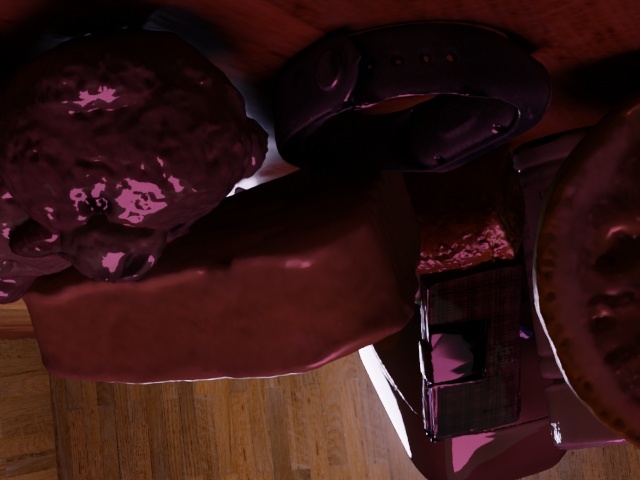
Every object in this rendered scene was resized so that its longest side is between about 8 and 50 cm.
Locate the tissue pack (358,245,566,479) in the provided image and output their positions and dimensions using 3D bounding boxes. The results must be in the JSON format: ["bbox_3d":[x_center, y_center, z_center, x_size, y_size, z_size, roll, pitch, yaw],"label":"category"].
[{"bbox_3d":[0.196,0.121,1.508,0.267,0.276,0.387,-7,-143,-14],"label":"tissue pack"}]

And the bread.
[{"bbox_3d":[0.124,-0.025,1.153,0.172,0.132,0.103,-11,128,25],"label":"bread"}]

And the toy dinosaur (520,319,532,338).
[{"bbox_3d":[0.147,-0.017,1.288,0.329,0.144,0.076,30,-170,-11],"label":"toy dinosaur"}]

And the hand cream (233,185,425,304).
[{"bbox_3d":[0.024,0.013,1.258,0.275,0.079,0.050,22,-152,0],"label":"hand cream"}]

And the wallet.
[{"bbox_3d":[0.175,0.126,1.255,0.124,0.230,0.042,-14,-146,-13],"label":"wallet"}]

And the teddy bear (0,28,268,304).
[{"bbox_3d":[-0.168,-0.042,0.696,0.267,0.151,0.236,-5,168,29],"label":"teddy bear"}]

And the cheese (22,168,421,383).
[{"bbox_3d":[-0.091,0.031,0.949,0.384,0.104,0.384,-16,-169,3],"label":"cheese"}]

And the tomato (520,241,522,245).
[{"bbox_3d":[0.247,-0.033,1.444,0.087,0.087,0.075,2,136,-51],"label":"tomato"}]

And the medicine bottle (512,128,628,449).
[{"bbox_3d":[0.321,0.055,1.180,0.190,0.332,0.190,-6,173,-1],"label":"medicine bottle"}]

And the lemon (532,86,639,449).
[{"bbox_3d":[0.365,0.020,0.930,0.364,0.364,0.364,-6,173,-1],"label":"lemon"}]

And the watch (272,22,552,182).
[{"bbox_3d":[0.054,-0.097,0.800,0.193,0.068,0.206,2,166,-34],"label":"watch"}]
